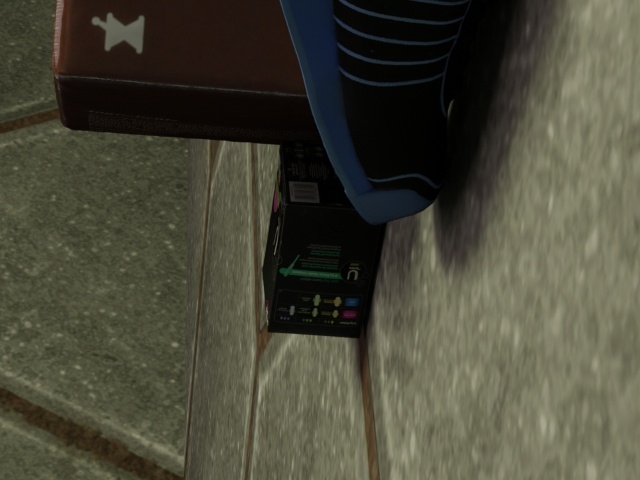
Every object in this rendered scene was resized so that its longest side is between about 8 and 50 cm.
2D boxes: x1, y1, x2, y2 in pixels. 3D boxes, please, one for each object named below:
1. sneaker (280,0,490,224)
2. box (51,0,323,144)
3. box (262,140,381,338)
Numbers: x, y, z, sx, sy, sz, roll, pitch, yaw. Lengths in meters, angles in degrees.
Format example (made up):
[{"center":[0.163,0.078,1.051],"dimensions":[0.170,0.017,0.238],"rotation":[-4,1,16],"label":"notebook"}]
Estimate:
[{"center":[0.033,-0.095,0.597],"dimensions":[0.232,0.090,0.081],"rotation":[70,-169,-49],"label":"sneaker"},{"center":[-0.044,-0.141,0.812],"dimensions":[0.203,0.167,0.168],"rotation":[167,108,-82],"label":"box"},{"center":[0.000,0.000,0.844],"dimensions":[0.062,0.052,0.083],"rotation":[-95,11,-54],"label":"box"}]
